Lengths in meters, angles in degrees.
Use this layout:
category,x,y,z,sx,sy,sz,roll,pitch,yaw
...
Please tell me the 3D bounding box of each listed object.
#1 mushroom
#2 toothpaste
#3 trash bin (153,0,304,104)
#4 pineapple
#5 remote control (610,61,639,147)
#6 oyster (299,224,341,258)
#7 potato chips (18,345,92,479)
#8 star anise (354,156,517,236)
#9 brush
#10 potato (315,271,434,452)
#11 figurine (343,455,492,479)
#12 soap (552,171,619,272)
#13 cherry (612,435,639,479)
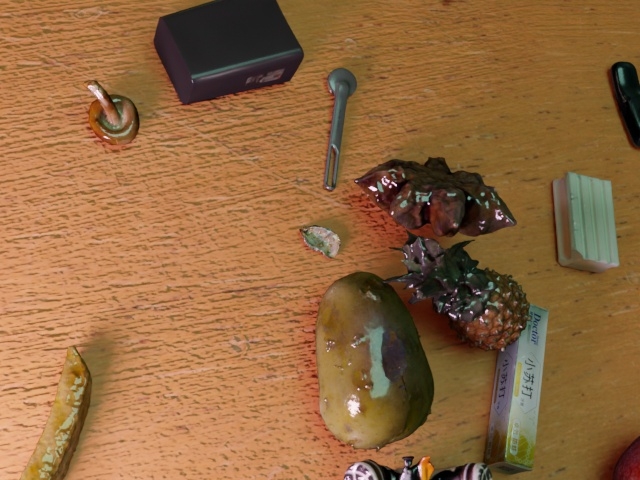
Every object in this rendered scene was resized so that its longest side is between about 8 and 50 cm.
category,x,y,z,sx,sy,sz,roll,pitch,yaw
mushroom,-0.367,-0.227,1.453,0.088,0.073,0.129,-42,125,-16
toothpaste,0.370,0.274,1.583,0.071,0.089,0.312,19,65,-11
trash bin,-0.174,-0.361,1.572,0.226,0.115,0.165,-21,80,-27
pineapple,0.244,0.078,1.479,0.364,0.166,0.165,36,54,-46
remote control,0.741,-0.323,1.996,0.072,0.042,0.222,-2,72,-27
oyster,-0.003,-0.001,1.563,0.083,0.019,0.054,28,64,-14
potato chips,-0.422,0.350,1.224,0.080,0.057,0.407,23,63,0
star anise,0.227,-0.082,1.579,0.315,0.315,0.108,-3,112,-25
brush,0.030,-0.219,1.661,0.062,0.027,0.266,14,70,-18
potato,0.087,0.201,1.438,0.210,0.173,0.307,-5,75,-23
figurine,0.162,0.518,1.341,0.320,0.196,0.323,6,62,-11
soap,0.564,-0.039,1.797,0.119,0.066,0.198,10,67,-19
cherry,0.671,0.449,1.565,0.239,0.239,0.206,-21,79,-29
